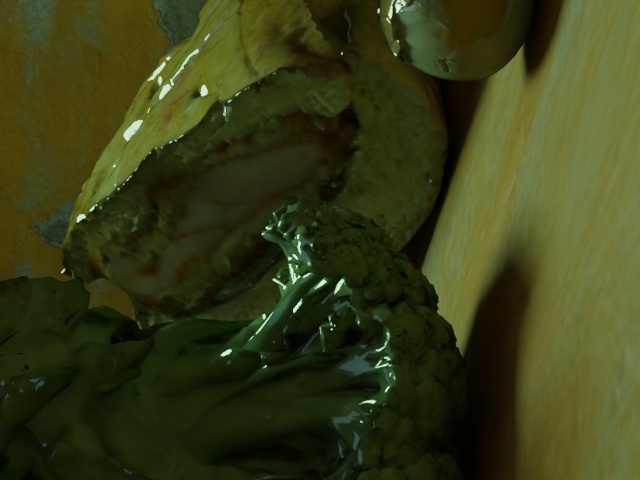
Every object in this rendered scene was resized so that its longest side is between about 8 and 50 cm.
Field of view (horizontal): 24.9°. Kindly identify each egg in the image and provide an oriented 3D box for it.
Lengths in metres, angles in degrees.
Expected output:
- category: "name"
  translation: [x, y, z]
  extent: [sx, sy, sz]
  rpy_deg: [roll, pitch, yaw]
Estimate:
- category: "egg"
  translation: [0.064, -0.113, 0.653]
  extent: [0.071, 0.071, 0.083]
  rpy_deg: [109, -178, -67]

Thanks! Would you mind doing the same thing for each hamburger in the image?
- category: "hamburger"
  translation: [-0.021, -0.080, 0.942]
  extent: [0.330, 0.162, 0.209]
  rpy_deg: [-38, 25, 48]

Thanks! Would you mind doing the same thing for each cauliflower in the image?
- category: "cauliflower"
  translation: [-0.076, 0.118, 0.642]
  extent: [0.272, 0.250, 0.275]
  rpy_deg: [-50, 7, 45]
